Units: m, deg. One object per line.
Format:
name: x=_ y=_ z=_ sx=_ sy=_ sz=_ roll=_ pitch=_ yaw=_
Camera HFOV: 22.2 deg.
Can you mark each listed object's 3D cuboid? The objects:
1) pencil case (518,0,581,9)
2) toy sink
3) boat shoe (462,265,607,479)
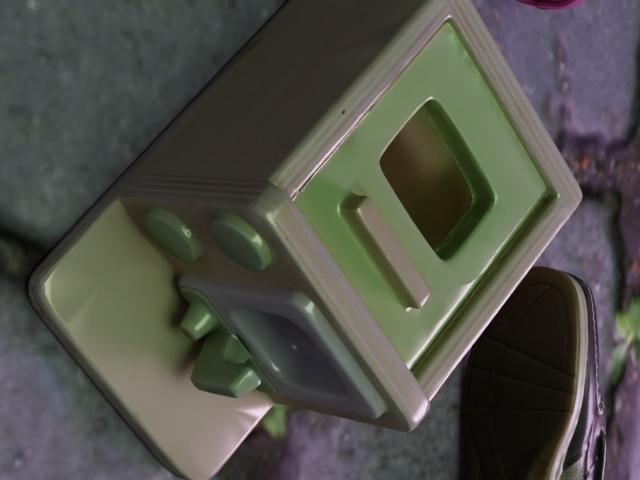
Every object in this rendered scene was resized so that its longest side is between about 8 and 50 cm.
pencil case: x=0.179 y=-0.230 z=0.970 sx=0.209 sy=0.095 sz=0.098 roll=-47 pitch=152 yaw=-27
toy sink: x=0.000 y=0.000 z=0.812 sx=0.234 sy=0.131 sz=0.153 roll=-49 pitch=121 yaw=-25
boat shoe: x=0.133 y=0.124 z=0.972 sx=0.073 sy=0.080 sz=0.223 roll=-2 pitch=100 yaw=-45
